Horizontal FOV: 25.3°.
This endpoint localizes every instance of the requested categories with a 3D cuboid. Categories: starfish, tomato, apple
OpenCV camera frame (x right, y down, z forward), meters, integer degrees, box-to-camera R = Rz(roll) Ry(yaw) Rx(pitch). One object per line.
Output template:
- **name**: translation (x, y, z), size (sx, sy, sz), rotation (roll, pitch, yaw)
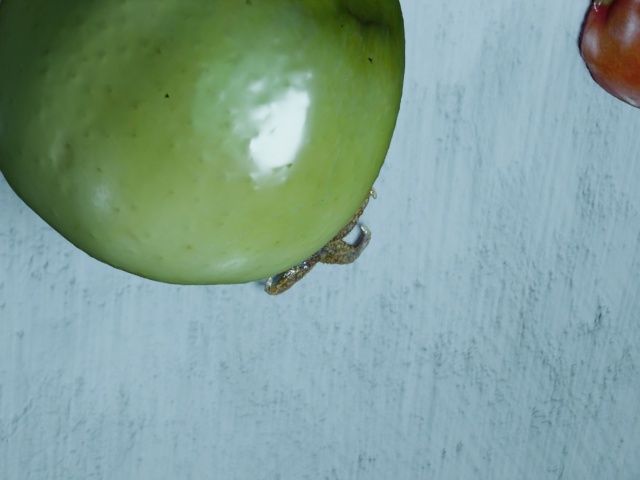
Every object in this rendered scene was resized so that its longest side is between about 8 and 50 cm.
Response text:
- **starfish**: translation (-0.005, -0.006, 1.981), size (0.210, 0.053, 0.150), rotation (-42, 140, -3)
- **tomato**: translation (0.527, -0.323, 1.962), size (0.290, 0.176, 0.334), rotation (-2, 118, -28)
- **apple**: translation (-0.130, -0.184, 1.542), size (0.474, 0.473, 0.473), rotation (-12, 123, -19)
